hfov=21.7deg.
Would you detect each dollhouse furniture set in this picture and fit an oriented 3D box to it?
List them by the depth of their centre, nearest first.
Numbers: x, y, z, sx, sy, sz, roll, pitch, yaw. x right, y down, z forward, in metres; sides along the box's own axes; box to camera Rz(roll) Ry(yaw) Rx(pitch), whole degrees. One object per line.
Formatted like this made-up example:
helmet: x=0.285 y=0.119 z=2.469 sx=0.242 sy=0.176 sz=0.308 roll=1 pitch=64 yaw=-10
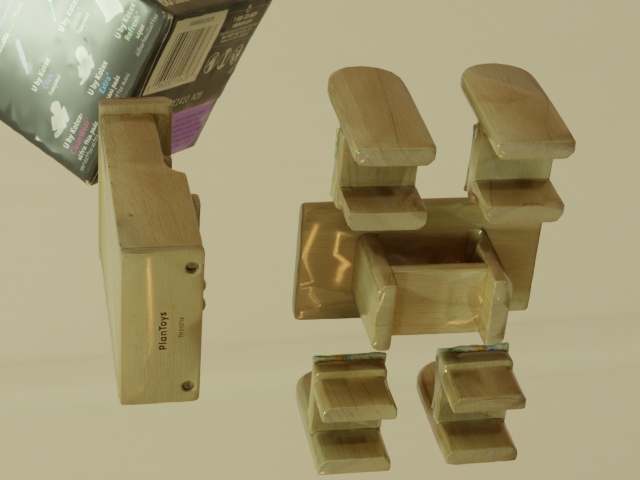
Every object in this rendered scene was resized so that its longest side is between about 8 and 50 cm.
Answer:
dollhouse furniture set: x=0.000 y=0.000 z=0.951 sx=0.161 sy=0.242 sz=0.212 roll=-109 pitch=21 yaw=-56

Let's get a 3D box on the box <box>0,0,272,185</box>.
box: x=-0.199 y=-0.183 z=1.196 sx=0.143 sy=0.270 sz=0.165 roll=-60 pitch=-13 yaw=24
